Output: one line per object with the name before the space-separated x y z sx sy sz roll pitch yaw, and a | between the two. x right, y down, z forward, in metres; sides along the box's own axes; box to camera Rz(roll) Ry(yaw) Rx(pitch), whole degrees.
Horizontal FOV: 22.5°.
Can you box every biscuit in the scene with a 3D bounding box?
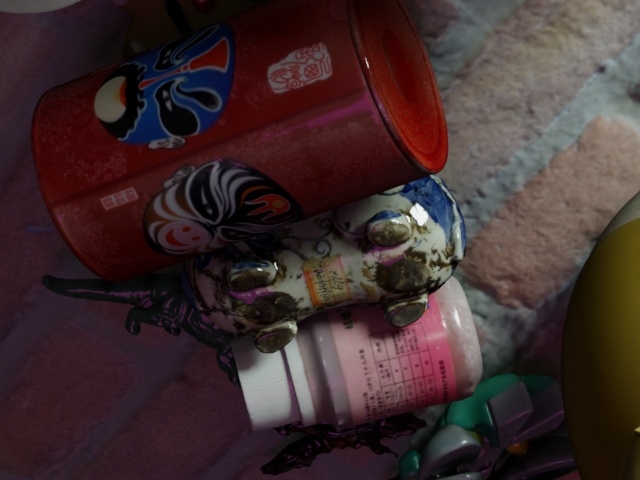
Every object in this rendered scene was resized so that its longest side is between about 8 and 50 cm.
biscuit | -0.070 -0.249 1.522 0.301 0.049 0.197 -13 125 16

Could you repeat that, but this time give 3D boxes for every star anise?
star anise | 0.014 0.197 1.826 0.212 0.053 0.157 -7 125 15

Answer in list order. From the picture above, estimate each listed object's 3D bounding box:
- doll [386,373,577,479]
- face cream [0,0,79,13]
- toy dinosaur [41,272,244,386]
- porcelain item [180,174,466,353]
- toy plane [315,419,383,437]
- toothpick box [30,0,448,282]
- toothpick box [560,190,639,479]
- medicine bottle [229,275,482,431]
doll | 0.189 0.249 1.793 0.195 0.153 0.258 -13 154 -16
face cream | -0.251 -0.334 1.400 0.218 0.179 0.218 4 126 5
toy dinosaur | -0.152 0.086 1.756 0.291 0.079 0.120 4 120 1
porcelain item | 0.000 0.000 1.624 0.288 0.186 0.138 -16 128 4
toy plane | 0.058 0.167 1.762 0.197 0.078 0.053 -13 169 -4
toothpick box | -0.073 -0.104 1.485 0.333 0.204 0.204 -19 121 20
toothpick box | 0.425 0.147 1.502 0.408 0.425 0.409 4 125 5
medicine bottle | 0.036 0.121 1.679 0.247 0.147 0.147 -13 124 -4
